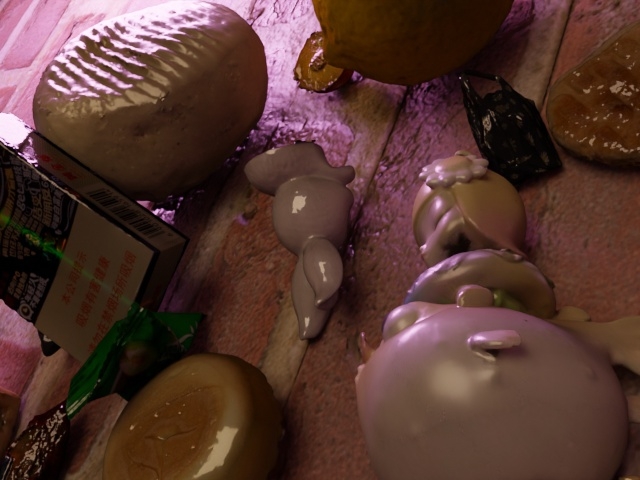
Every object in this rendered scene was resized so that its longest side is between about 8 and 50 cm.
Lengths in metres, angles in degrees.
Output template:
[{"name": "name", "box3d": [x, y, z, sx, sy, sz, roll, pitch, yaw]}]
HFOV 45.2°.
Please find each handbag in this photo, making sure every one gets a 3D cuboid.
[{"name": "handbag", "box3d": [0.180, -0.131, 0.811, 0.072, 0.139, 0.115, -31, 46, 26]}]

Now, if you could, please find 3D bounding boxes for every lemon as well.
[{"name": "lemon", "box3d": [0.113, -0.320, 0.928, 0.267, 0.267, 0.267, -20, 49, 24]}]

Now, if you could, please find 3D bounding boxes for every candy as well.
[{"name": "candy", "box3d": [-0.210, 0.129, 0.885, 0.141, 0.203, 0.078, -37, 78, 2]}]

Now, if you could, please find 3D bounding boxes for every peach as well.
[{"name": "peach", "box3d": [0.012, -0.242, 1.078, 0.098, 0.061, 0.098, -9, 76, 39]}]

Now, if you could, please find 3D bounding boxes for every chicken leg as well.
[{"name": "chicken leg", "box3d": [-0.361, 0.305, 0.943, 0.105, 0.063, 0.233, -12, 51, 24]}]

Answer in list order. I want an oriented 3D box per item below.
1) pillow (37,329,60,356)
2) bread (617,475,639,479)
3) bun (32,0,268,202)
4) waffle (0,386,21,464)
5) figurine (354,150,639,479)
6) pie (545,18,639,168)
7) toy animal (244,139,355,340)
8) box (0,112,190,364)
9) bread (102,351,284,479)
[{"name": "pillow", "box3d": [-0.360, 0.026, 1.120, 0.186, 0.106, 0.250, -43, 48, 10]}, {"name": "bread", "box3d": [0.269, 0.211, 0.436, 0.224, 0.211, 0.183, -6, 62, 27]}, {"name": "bun", "box3d": [-0.227, -0.198, 1.109, 0.326, 0.234, 0.362, 2, 44, 30]}, {"name": "waffle", "box3d": [-0.565, 0.244, 0.916, 0.114, 0.376, 0.260, -11, 54, 30]}, {"name": "figurine", "box3d": [0.166, 0.064, 0.683, 0.275, 0.226, 0.394, 0, 41, 0]}, {"name": "pie", "box3d": [0.329, -0.150, 0.782, 0.195, 0.046, 0.195, -21, 47, 24]}, {"name": "toy animal", "box3d": [0.000, -0.003, 0.892, 0.104, 0.131, 0.220, -39, 62, 47]}, {"name": "box", "box3d": [-0.334, 0.001, 0.965, 0.310, 0.084, 0.198, 33, 114, 12]}, {"name": "bread", "box3d": [-0.132, 0.216, 0.809, 0.213, 0.105, 0.213, -23, 47, 26]}]
